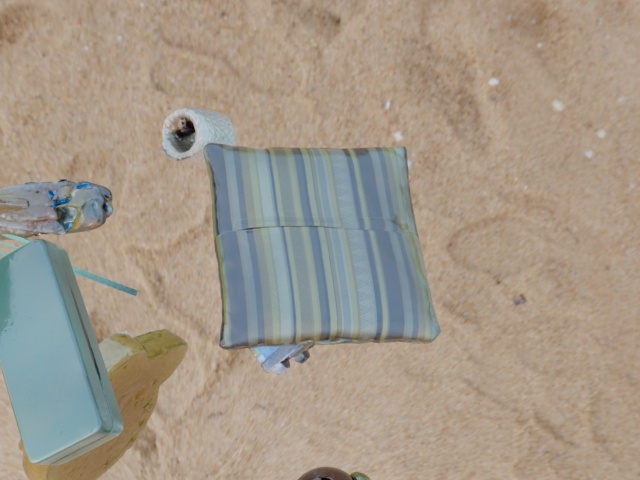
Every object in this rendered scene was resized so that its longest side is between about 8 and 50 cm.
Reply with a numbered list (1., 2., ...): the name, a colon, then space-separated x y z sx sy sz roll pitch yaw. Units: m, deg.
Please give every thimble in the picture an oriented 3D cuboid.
1. thimble: -0.219 -0.184 1.745 0.090 0.115 0.102 3 84 -48

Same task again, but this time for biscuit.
1. biscuit: -0.303 0.229 1.383 0.057 0.344 0.287 37 67 13

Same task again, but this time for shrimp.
1. shrimp: -0.595 -0.059 1.787 0.445 0.221 0.110 -3 79 8

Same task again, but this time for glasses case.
1. glasses case: -0.234 0.094 0.842 0.077 0.039 0.184 -28 69 12

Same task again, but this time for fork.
1. fork: -0.406 0.043 1.585 0.235 0.021 0.039 21 80 -14

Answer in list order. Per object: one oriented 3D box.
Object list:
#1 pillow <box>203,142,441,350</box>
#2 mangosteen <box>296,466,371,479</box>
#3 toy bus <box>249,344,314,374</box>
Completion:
1. pillow: 0.000 0.000 0.923 0.212 0.052 0.208 -1 68 -17
2. mangosteen: 0.023 0.474 1.696 0.184 0.172 0.172 9 64 -51
3. toy bus: -0.046 0.123 1.579 0.116 0.234 0.133 -43 81 12
